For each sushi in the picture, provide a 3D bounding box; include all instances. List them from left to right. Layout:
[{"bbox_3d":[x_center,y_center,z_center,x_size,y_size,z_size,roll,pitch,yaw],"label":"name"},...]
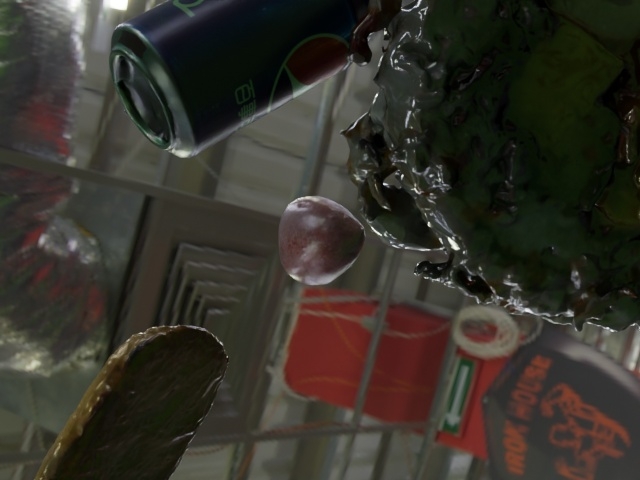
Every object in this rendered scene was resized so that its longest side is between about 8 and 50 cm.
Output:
[{"bbox_3d":[0.214,-0.112,0.874,0.417,0.176,0.417,-3,-74,-11],"label":"sushi"}]

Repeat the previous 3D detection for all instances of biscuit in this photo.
[{"bbox_3d":[-0.152,0.164,0.796,0.118,0.029,0.247,16,-71,-52],"label":"biscuit"}]

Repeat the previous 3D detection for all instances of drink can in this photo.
[{"bbox_3d":[-0.060,-0.157,0.866,0.205,0.118,0.118,-34,-47,-22],"label":"drink can"}]

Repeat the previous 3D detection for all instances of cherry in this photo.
[{"bbox_3d":[-0.004,-0.004,1.275,0.087,0.126,0.106,-15,-103,-22],"label":"cherry"}]
